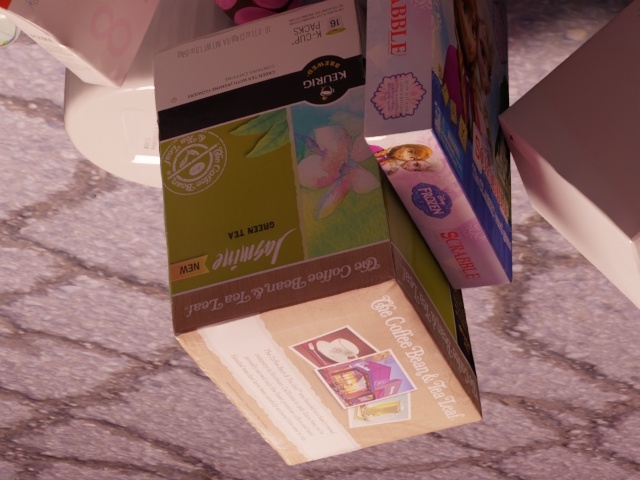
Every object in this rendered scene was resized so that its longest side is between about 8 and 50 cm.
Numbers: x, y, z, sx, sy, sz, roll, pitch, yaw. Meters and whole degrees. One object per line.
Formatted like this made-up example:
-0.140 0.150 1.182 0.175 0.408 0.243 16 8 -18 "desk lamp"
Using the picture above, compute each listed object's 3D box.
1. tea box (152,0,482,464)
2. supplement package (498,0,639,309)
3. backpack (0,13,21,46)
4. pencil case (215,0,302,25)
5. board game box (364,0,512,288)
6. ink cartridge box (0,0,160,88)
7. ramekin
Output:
0.000 0.000 1.776 0.220 0.324 0.329 -15 148 12 "tea box"
0.352 -0.101 1.799 0.262 0.199 0.198 -40 150 -5 "supplement package"
-0.324 -0.274 1.750 0.188 0.144 0.166 4 150 -5 "backpack"
-0.057 -0.283 1.748 0.098 0.095 0.209 -23 158 -15 "pencil case"
0.117 -0.162 1.708 0.065 0.318 0.319 -7 153 16 "board game box"
-0.231 -0.276 1.668 0.066 0.189 0.232 13 163 33 "ink cartridge box"
-0.148 -0.164 1.956 0.277 0.135 0.277 3 155 1 "ramekin"
